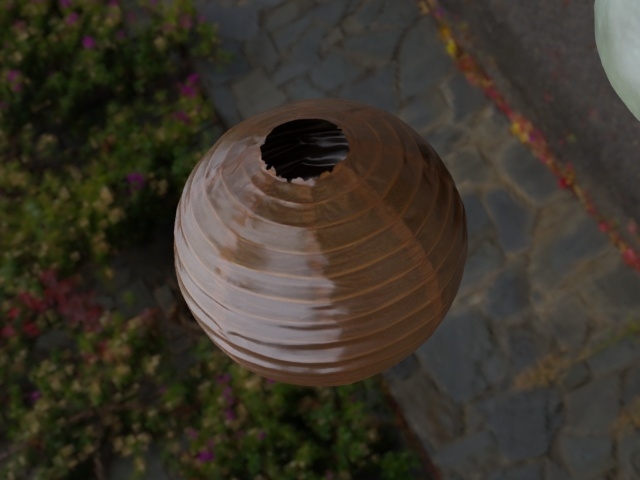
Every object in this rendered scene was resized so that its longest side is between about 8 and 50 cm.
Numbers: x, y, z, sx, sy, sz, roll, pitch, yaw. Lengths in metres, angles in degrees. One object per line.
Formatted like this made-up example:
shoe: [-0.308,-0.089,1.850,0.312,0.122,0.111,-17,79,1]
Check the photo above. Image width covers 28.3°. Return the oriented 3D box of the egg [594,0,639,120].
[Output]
egg: [0.353,-0.169,0.819,0.258,0.352,0.258,161,90,-83]

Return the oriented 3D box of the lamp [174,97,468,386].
lamp: [0.000,0.000,0.585,0.136,0.136,0.136,62,179,2]
